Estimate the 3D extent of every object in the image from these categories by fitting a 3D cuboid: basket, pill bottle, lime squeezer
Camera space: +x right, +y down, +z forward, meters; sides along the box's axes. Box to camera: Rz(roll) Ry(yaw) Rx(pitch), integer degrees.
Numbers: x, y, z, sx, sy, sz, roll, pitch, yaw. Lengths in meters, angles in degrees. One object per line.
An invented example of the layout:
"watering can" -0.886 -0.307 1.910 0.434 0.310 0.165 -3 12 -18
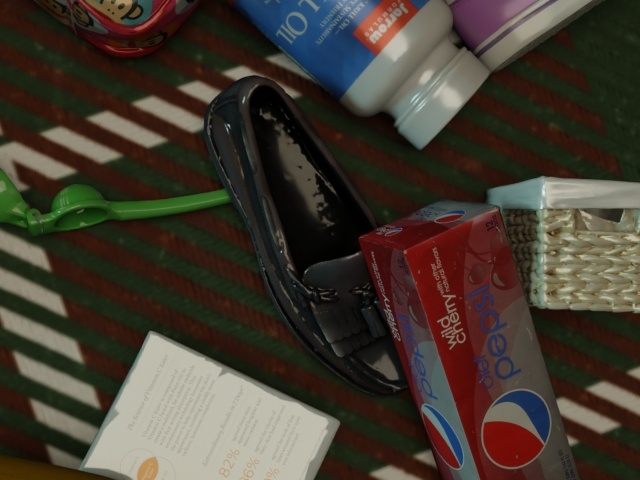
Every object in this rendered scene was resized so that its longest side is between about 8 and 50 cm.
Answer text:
"basket" 0.208 0.005 0.937 0.113 0.167 0.103 2 89 -7
"pill bottle" 0.033 -0.183 0.955 0.221 0.124 0.124 41 82 -1
"lime squeezer" -0.223 -0.050 0.958 0.311 0.059 0.110 20 50 -4

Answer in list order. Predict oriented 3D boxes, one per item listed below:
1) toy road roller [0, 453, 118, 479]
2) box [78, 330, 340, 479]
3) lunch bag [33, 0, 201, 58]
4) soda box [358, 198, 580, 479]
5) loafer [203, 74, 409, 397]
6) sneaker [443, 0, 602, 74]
"toy road roller" -0.218 0.293 0.764 0.203 0.329 0.240 16 100 -21
"box" -0.091 0.166 0.923 0.171 0.091 0.130 27 83 -4
"lunch bag" -0.191 -0.327 0.945 0.293 0.120 0.258 37 81 -1
"soda box" 0.123 0.103 0.914 0.092 0.083 0.263 -24 106 -19
"loafer" 0.000 0.000 0.939 0.109 0.095 0.302 -32 93 -16
"sneaker" 0.222 -0.288 1.000 0.282 0.102 0.161 -33 86 -8
